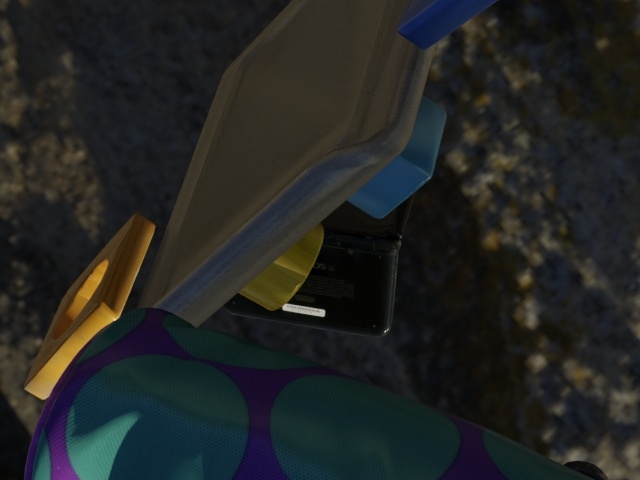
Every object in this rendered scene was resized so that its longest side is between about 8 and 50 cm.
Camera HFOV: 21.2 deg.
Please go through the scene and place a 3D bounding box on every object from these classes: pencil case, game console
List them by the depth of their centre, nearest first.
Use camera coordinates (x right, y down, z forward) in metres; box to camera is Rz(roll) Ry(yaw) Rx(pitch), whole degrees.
[{"bbox_3d":[0.013,0.069,0.355,0.152,0.070,0.064,21,154,20],"label":"pencil case"},{"bbox_3d":[0.000,0.000,1.188,0.122,0.071,0.107,9,111,13],"label":"game console"}]

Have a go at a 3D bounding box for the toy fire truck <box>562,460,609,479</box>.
[{"bbox_3d":[0.114,0.163,0.530,0.192,0.047,0.135,27,112,2],"label":"toy fire truck"}]

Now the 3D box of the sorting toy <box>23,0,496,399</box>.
[{"bbox_3d":[0.001,-0.042,0.607,0.047,0.196,0.348,35,138,-15],"label":"sorting toy"}]
